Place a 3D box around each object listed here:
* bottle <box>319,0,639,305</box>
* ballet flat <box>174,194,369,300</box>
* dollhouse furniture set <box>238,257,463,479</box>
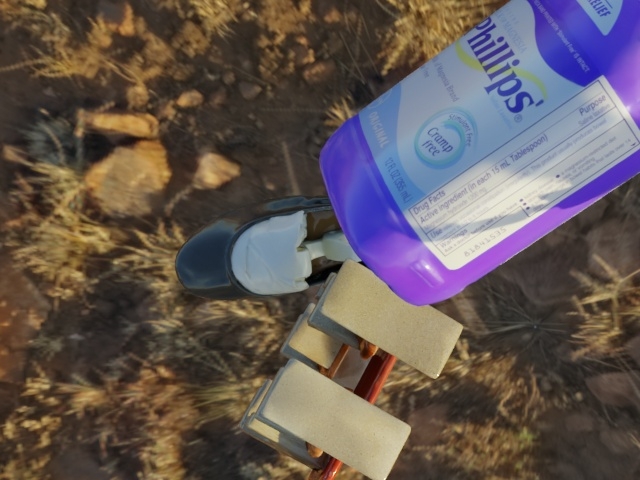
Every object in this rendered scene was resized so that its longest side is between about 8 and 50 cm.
[{"bbox_3d":[0.134,-0.083,0.546,0.283,0.092,0.118,-35,39,15],"label":"bottle"},{"bbox_3d":[0.000,0.000,1.015,0.280,0.096,0.095,-14,103,-9],"label":"ballet flat"},{"bbox_3d":[0.006,0.162,0.790,0.135,0.262,0.259,30,76,-1],"label":"dollhouse furniture set"}]
